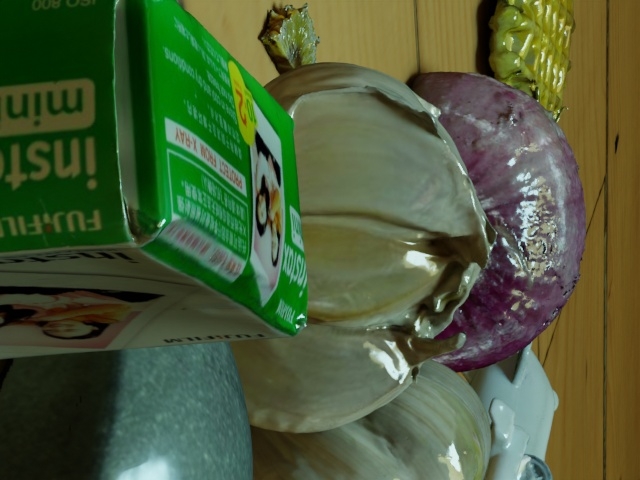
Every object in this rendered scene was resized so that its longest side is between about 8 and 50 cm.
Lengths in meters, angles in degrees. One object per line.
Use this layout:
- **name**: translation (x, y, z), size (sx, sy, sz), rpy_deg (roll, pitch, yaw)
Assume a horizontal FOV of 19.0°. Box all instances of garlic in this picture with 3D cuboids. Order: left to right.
- **garlic**: translation (0.000, 0.000, 1.169), size (0.143, 0.178, 0.229), rpy_deg (-119, -135, -70)
- **garlic**: translation (0.013, 0.169, 1.267), size (0.228, 0.152, 0.228), rpy_deg (-53, 176, -6)

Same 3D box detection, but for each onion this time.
- **onion**: translation (0.166, -0.009, 1.723), size (0.349, 0.159, 0.267), rpy_deg (1, 98, -73)

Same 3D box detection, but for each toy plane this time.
- **toy plane**: translation (0.156, 0.212, 1.826), size (0.267, 0.123, 0.267), rpy_deg (12, 90, -90)

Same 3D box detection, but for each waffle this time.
- **waffle**: translation (0.223, -0.231, 2.008), size (0.312, 0.060, 0.307), rpy_deg (-59, 149, -55)

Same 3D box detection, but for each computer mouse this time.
- **computer mouse**: translation (-0.108, 0.171, 0.935), size (0.203, 0.114, 0.374), rpy_deg (65, 36, -62)

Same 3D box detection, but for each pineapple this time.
- **pineapple**: translation (-0.018, -0.135, 1.295), size (0.083, 0.019, 0.045), rpy_deg (56, 45, -61)

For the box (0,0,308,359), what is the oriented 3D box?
- **box**: translation (-0.112, -0.019, 0.749), size (0.250, 0.180, 0.103), rpy_deg (35, 51, -73)
